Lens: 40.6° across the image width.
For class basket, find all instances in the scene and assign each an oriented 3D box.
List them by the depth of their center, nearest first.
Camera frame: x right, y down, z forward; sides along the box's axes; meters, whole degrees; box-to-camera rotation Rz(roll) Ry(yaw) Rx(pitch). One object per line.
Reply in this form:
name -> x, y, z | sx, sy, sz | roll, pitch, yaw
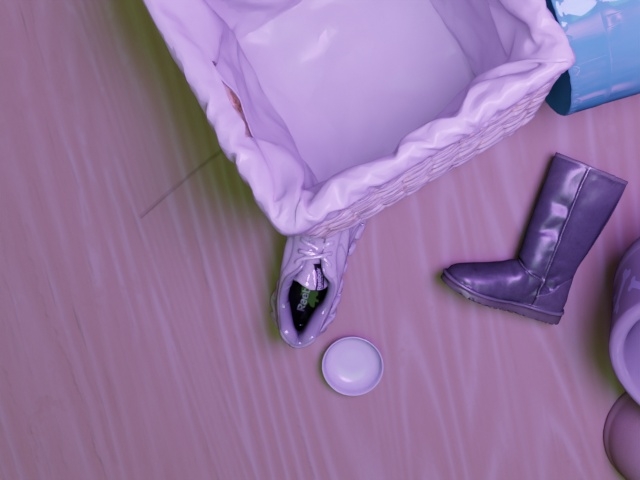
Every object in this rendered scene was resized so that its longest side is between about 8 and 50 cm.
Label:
basket -> 0.036, -0.204, 0.933 | 0.331, 0.266, 0.328 | -31, 80, 4

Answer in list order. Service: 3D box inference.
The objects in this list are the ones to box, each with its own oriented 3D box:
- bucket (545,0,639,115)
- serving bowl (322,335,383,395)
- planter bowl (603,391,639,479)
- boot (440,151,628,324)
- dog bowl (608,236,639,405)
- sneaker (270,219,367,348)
bucket -> 0.310, -0.282, 0.950 | 0.183, 0.281, 0.281 | -21, 100, 5
serving bowl -> 0.044, 0.167, 1.175 | 0.083, 0.027, 0.083 | 0, 102, 2
planter bowl -> 0.467, 0.277, 1.138 | 0.162, 0.109, 0.162 | 1, 102, 3
boot -> 0.271, -0.011, 1.104 | 0.189, 0.076, 0.209 | 14, 109, -15
dog bowl -> 0.489, 0.125, 0.968 | 0.348, 0.349, 0.102 | 37, 57, -5
sneaker -> 0.000, 0.000, 1.099 | 0.110, 0.118, 0.292 | 10, 101, 2
